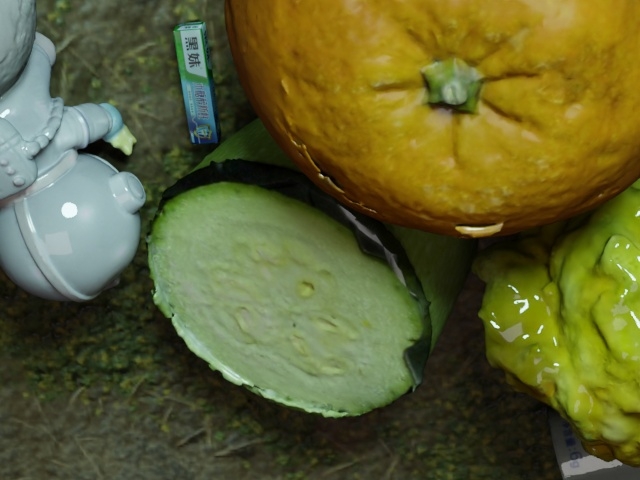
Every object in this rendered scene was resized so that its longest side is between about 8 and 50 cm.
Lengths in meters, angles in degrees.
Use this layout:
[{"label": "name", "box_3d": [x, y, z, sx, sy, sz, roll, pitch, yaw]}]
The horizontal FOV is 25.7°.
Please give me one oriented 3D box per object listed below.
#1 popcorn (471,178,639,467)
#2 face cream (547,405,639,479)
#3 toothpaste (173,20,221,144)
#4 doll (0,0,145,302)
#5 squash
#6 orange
[{"label": "popcorn", "box_3d": [0.200, 0.056, 0.924, 0.156, 0.197, 0.197, -26, 113, 34]}, {"label": "face cream", "box_3d": [0.293, 0.124, 1.002, 0.250, 0.077, 0.077, -16, 115, 14]}, {"label": "toothpaste", "box_3d": [-0.083, -0.106, 0.949, 0.020, 0.017, 0.083, -3, 117, 7]}, {"label": "doll", "box_3d": [-0.210, -0.076, 0.909, 0.151, 0.151, 0.287, -23, 116, 15]}, {"label": "squash", "box_3d": [-0.010, 0.010, 0.971, 0.220, 0.133, 0.220, 10, 129, 13]}, {"label": "orange", "box_3d": [0.086, -0.140, 0.799, 0.284, 0.226, 0.284, 3, 126, 4]}]
